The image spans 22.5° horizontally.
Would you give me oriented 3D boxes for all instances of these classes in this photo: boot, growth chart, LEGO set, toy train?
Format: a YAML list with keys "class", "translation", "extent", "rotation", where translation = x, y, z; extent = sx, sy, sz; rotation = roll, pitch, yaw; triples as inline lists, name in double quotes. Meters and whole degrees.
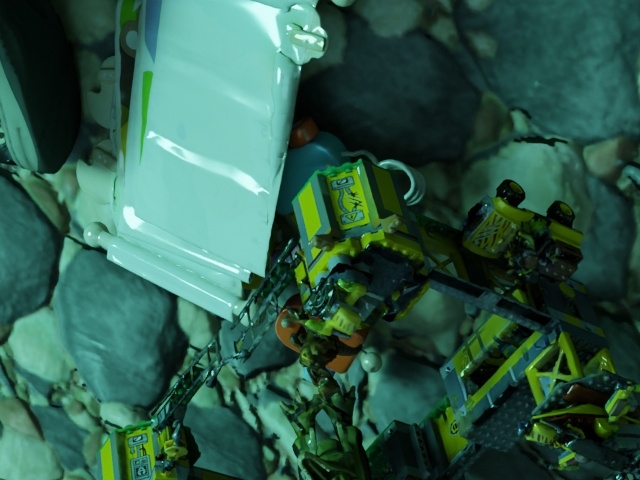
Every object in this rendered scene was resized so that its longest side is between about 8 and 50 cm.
- class: "boot"
  translation: [-0.245, -0.143, 0.916]
  extent: [0.179, 0.085, 0.236]
  rotation: [3, 128, 18]
- class: "growth chart"
  translation: [-0.070, -0.068, 0.906]
  extent: [0.172, 0.021, 0.237]
  rotation: [34, 123, 32]
- class: "LEGO set"
  translation: [0.032, 0.139, 0.872]
  extent: [0.255, 0.192, 0.331]
  rotation: [29, 119, -32]
- class: "toy train"
  translation: [0.000, 0.000, 0.941]
  extent: [0.125, 0.046, 0.166]
  rotation: [24, 124, 4]
